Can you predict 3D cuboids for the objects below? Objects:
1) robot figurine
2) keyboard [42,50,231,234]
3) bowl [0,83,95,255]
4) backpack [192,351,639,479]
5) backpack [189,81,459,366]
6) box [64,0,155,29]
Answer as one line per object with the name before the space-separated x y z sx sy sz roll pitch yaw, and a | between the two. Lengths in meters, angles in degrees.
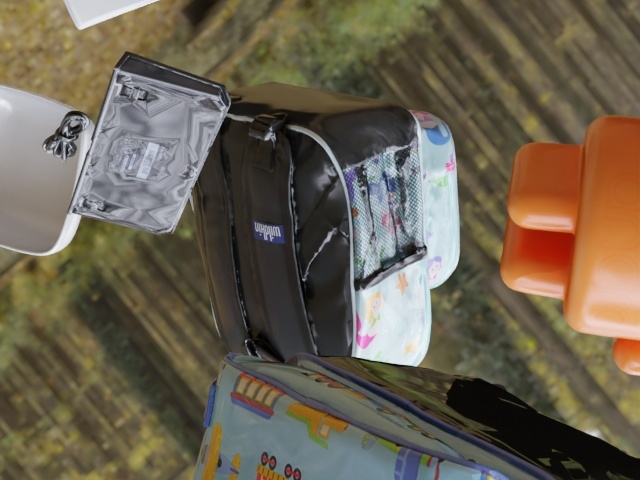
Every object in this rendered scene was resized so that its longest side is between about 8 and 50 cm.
robot figurine | 0.214 -0.001 0.806 0.128 0.220 0.158 43 54 -80
keyboard | -0.134 -0.066 0.991 0.180 0.108 0.023 121 -21 -53
bowl | -0.265 -0.064 1.305 0.053 0.142 0.142 -2 109 -65
backpack | 0.023 0.129 0.385 0.158 0.117 0.173 24 -81 58
backpack | 0.000 0.000 1.208 0.191 0.253 0.225 -16 -160 -38
box | -0.170 -0.388 1.216 0.215 0.345 0.168 -20 -158 2
